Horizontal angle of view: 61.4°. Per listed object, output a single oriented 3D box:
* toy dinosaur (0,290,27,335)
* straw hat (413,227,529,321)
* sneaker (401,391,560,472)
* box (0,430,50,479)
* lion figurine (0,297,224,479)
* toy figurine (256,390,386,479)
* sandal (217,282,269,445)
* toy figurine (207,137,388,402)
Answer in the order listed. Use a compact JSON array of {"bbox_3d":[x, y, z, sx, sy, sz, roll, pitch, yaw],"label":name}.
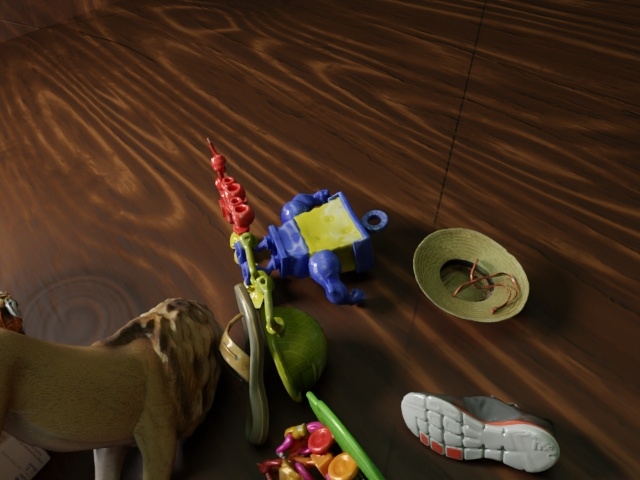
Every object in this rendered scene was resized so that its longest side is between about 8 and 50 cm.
[{"bbox_3d":[-0.400,0.169,0.526,0.218,0.165,0.322,0,19,-12],"label":"toy dinosaur"},{"bbox_3d":[0.182,0.058,0.683,0.144,0.061,0.145,3,54,-4],"label":"straw hat"},{"bbox_3d":[0.164,0.190,0.561,0.157,0.061,0.065,13,20,23],"label":"sneaker"},{"bbox_3d":[-0.402,0.250,0.591,0.126,0.072,0.137,19,49,29],"label":"box"},{"bbox_3d":[-0.242,0.149,0.505,0.142,0.392,0.241,-12,69,30],"label":"lion figurine"},{"bbox_3d":[-0.031,0.242,0.506,0.159,0.130,0.173,-36,25,-13],"label":"toy figurine"},{"bbox_3d":[-0.089,0.136,0.600,0.048,0.072,0.180,-2,77,-13],"label":"sandal"},{"bbox_3d":[0.000,0.000,0.703,0.217,0.191,0.363,-16,43,-12],"label":"toy figurine"}]
